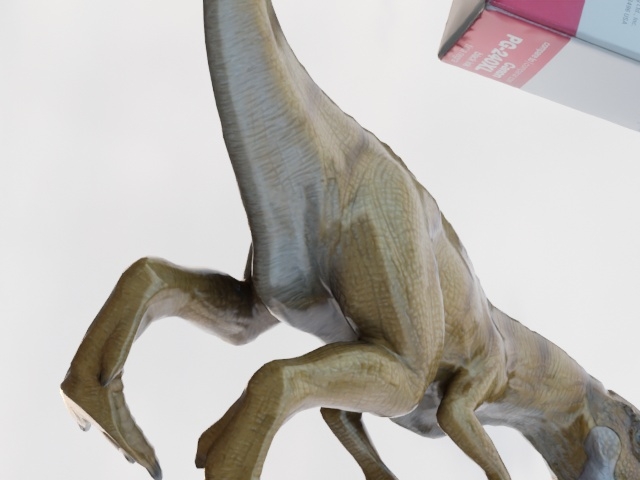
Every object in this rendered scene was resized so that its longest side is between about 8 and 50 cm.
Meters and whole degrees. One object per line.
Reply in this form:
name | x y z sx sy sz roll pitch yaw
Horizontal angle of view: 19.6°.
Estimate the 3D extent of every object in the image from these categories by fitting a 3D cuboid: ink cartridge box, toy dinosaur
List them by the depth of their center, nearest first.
toy dinosaur | 0.000 0.000 0.366 0.112 0.211 0.064 -47 -142 -15
ink cartridge box | 0.133 -0.098 0.690 0.063 0.150 0.109 133 -25 -69
